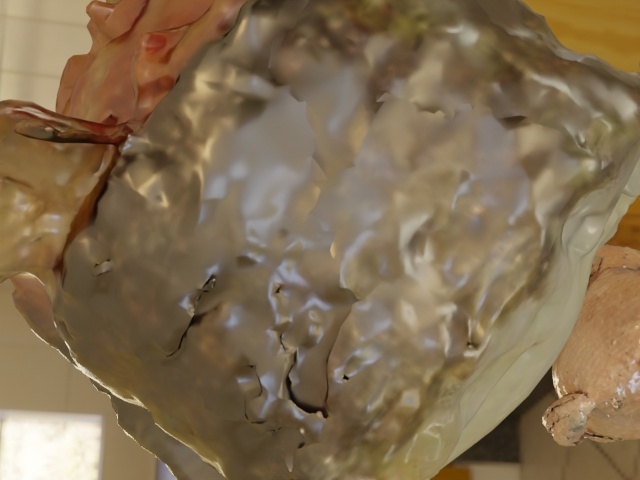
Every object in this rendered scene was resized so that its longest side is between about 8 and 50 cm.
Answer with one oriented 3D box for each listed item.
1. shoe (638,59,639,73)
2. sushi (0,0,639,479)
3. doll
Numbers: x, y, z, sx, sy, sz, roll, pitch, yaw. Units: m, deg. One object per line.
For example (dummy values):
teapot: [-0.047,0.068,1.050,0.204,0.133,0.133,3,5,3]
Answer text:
shoe: [0.257,-0.052,0.805,0.089,0.092,0.180,-15,70,33]
sushi: [0.000,0.000,0.462,0.196,0.182,0.343,-62,-10,0]
doll: [0.266,0.076,1.064,0.156,0.201,0.303,53,-171,15]
